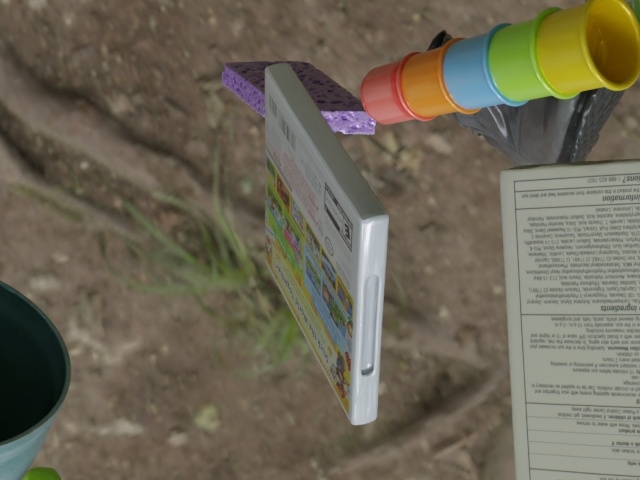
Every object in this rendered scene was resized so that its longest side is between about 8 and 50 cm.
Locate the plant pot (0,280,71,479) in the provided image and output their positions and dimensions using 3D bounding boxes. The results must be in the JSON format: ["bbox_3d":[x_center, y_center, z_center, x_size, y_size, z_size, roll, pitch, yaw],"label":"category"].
[{"bbox_3d":[-0.405,0.175,1.437,0.293,0.293,0.196,6,124,-23],"label":"plant pot"}]

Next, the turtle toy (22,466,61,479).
[{"bbox_3d":[-0.276,0.299,1.575,0.095,0.066,0.130,-24,90,-2],"label":"turtle toy"}]

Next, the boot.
[{"bbox_3d":[0.209,-0.164,1.676,0.118,0.223,0.338,-53,172,-15],"label":"boot"}]

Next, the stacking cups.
[{"bbox_3d":[0.174,-0.167,1.514,0.096,0.316,0.096,8,77,-39],"label":"stacking cups"}]

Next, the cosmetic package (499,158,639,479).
[{"bbox_3d":[0.238,0.091,1.159,0.113,0.160,0.309,-7,95,-54],"label":"cosmetic package"}]

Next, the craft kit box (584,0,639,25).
[{"bbox_3d":[0.362,-0.350,1.792,0.061,0.250,0.246,-11,93,-3],"label":"craft kit box"}]

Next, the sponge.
[{"bbox_3d":[-0.029,-0.173,1.793,0.117,0.210,0.031,-3,113,-24],"label":"sponge"}]

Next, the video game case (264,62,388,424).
[{"bbox_3d":[0.000,0.000,1.206,0.026,0.227,0.206,-12,129,-17],"label":"video game case"}]
